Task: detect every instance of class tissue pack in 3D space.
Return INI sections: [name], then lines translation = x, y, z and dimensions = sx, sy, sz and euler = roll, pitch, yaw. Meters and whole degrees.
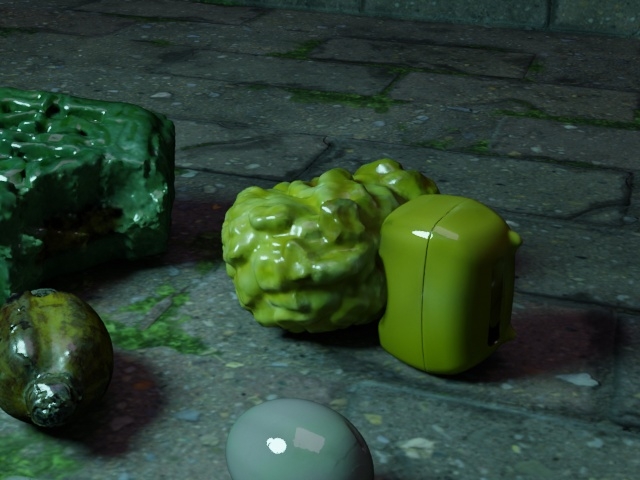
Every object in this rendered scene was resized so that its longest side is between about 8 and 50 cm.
[tissue pack]
translation = 0.134, 0.048, 1.045
dimensions = 0.127, 0.178, 0.123
euler = 16, 30, 34

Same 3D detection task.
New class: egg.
[egg]
translation = -0.018, 0.183, 0.830
dimensions = 0.135, 0.103, 0.103
euler = 18, 29, 38

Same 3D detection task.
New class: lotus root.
[lotus root]
translation = -0.259, 0.115, 0.964
dimensions = 0.120, 0.120, 0.209
euler = -7, 26, -16

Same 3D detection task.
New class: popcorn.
[popcorn]
translation = 0.000, 0.000, 1.162
dimensions = 0.225, 0.173, 0.286
euler = 7, 24, 31

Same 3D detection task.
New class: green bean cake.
[green bean cake]
translation = -0.336, -0.054, 1.216
dimensions = 0.308, 0.169, 0.300
euler = 6, 36, -5
